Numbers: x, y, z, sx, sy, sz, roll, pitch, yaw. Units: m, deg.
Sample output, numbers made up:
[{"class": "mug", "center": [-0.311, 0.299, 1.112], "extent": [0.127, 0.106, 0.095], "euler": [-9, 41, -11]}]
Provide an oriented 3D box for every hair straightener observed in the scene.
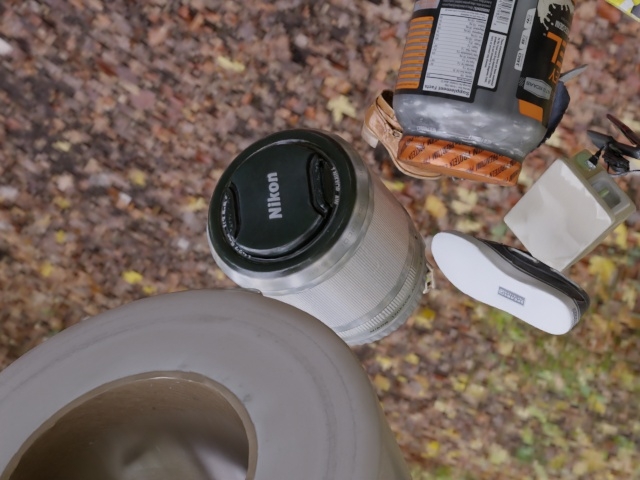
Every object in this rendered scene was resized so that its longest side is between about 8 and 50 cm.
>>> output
[{"class": "hair straightener", "center": [0.443, -0.124, 1.672], "extent": [0.089, 0.230, 0.047], "euler": [-40, 111, 9]}]

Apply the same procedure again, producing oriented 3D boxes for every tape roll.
[{"class": "tape roll", "center": [-0.065, 0.166, 0.553], "extent": [0.246, 0.246, 0.169], "euler": [3, 137, 29]}]

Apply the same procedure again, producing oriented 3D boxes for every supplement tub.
[{"class": "supplement tub", "center": [0.200, -0.234, 1.369], "extent": [0.194, 0.315, 0.193], "euler": [13, -178, 0]}]

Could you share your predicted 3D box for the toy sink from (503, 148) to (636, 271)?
[{"class": "toy sink", "center": [0.475, -0.064, 2.077], "extent": [0.152, 0.131, 0.234], "euler": [52, 149, 13]}]

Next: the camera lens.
[{"class": "camera lens", "center": [0.000, 0.000, 1.443], "extent": [0.220, 0.219, 0.274], "euler": [4, 159, 28]}]

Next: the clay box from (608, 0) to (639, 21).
[{"class": "clay box", "center": [0.356, -0.256, 1.198], "extent": [0.222, 0.127, 0.053], "euler": [34, 108, 2]}]

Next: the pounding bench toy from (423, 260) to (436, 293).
[{"class": "pounding bench toy", "center": [0.154, 0.072, 1.900], "extent": [0.052, 0.065, 0.083], "euler": [48, 160, 37]}]

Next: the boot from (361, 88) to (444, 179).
[{"class": "boot", "center": [0.173, -0.201, 2.150], "extent": [0.197, 0.073, 0.152], "euler": [28, 152, 1]}]

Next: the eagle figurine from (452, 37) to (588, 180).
[{"class": "eagle figurine", "center": [0.361, -0.251, 2.105], "extent": [0.225, 0.298, 0.226], "euler": [5, 170, 32]}]

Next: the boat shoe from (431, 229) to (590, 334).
[{"class": "boat shoe", "center": [0.344, 0.058, 2.024], "extent": [0.301, 0.102, 0.108], "euler": [28, 130, 27]}]
